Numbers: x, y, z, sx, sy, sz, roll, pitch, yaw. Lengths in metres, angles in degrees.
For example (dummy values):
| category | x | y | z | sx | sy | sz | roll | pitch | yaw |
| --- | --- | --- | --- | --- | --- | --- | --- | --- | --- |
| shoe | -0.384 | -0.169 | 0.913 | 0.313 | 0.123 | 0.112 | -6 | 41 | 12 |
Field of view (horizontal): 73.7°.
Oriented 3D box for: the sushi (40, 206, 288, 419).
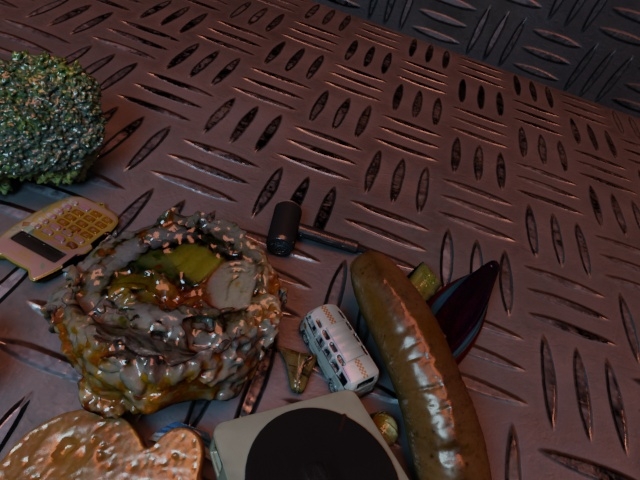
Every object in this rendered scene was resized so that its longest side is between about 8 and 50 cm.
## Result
| category | x | y | z | sx | sy | sz | roll | pitch | yaw |
| --- | --- | --- | --- | --- | --- | --- | --- | --- | --- |
| sushi | -0.254 | 0.102 | 0.756 | 0.418 | 0.175 | 0.417 | 9 | 38 | -7 |

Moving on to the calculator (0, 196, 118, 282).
| category | x | y | z | sx | sy | sz | roll | pitch | yaw |
| --- | --- | --- | --- | --- | --- | --- | --- | --- | --- |
| calculator | -0.537 | -0.011 | 0.885 | 0.157 | 0.033 | 0.236 | 27 | 45 | 8 |

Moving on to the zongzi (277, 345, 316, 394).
| category | x | y | z | sx | sy | sz | roll | pitch | yaw |
| --- | --- | --- | --- | --- | --- | --- | --- | --- | --- |
| zongzi | -0.059 | 0.242 | 0.806 | 0.083 | 0.040 | 0.076 | 16 | 53 | 13 |

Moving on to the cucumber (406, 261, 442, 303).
| category | x | y | z | sx | sy | sz | roll | pitch | yaw |
| --- | --- | --- | --- | --- | --- | --- | --- | --- | --- |
| cucumber | 0.196 | 0.133 | 0.970 | 0.078 | 0.062 | 0.211 | 47 | 46 | 8 |

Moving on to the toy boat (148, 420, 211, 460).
| category | x | y | z | sx | sy | sz | roll | pitch | yaw |
| --- | --- | --- | --- | --- | --- | --- | --- | --- | --- |
| toy boat | -0.238 | 0.352 | 0.664 | 0.105 | 0.034 | 0.149 | 37 | 63 | 14 |

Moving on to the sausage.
| category | x | y | z | sx | sy | sz | roll | pitch | yaw |
| --- | --- | --- | --- | --- | --- | --- | --- | --- | --- |
| sausage | 0.178 | 0.232 | 0.775 | 0.123 | 0.136 | 0.500 | 20 | 46 | -54 |

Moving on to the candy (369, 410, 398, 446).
| category | x | y | z | sx | sy | sz | roll | pitch | yaw |
| --- | --- | --- | --- | --- | --- | --- | --- | --- | --- |
| candy | 0.063 | 0.377 | 0.721 | 0.061 | 0.061 | 0.202 | 38 | 58 | 16 |

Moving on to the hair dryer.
| category | x | y | z | sx | sy | sz | roll | pitch | yaw |
| --- | --- | --- | --- | --- | --- | --- | --- | --- | --- |
| hair dryer | 0.000 | 0.000 | 1.022 | 0.256 | 0.070 | 0.128 | 18 | 47 | -7 |

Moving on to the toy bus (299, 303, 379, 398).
| category | x | y | z | sx | sy | sz | roll | pitch | yaw |
| --- | --- | --- | --- | --- | --- | --- | --- | --- | --- |
| toy bus | 0.033 | 0.208 | 0.826 | 0.087 | 0.089 | 0.194 | -15 | 55 | -28 |

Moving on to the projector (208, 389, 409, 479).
| category | x | y | z | sx | sy | sz | roll | pitch | yaw |
| --- | --- | --- | --- | --- | --- | --- | --- | --- | --- |
| projector | -0.002 | 0.361 | 0.615 | 0.259 | 0.079 | 0.257 | -3 | 38 | -32 |

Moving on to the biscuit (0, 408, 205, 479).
| category | x | y | z | sx | sy | sz | roll | pitch | yaw |
| --- | --- | --- | --- | --- | --- | --- | --- | --- | --- |
| biscuit | -0.283 | 0.382 | 0.591 | 0.355 | 0.052 | 0.275 | 22 | 56 | 8 |

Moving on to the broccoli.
| category | x | y | z | sx | sy | sz | roll | pitch | yaw |
| --- | --- | --- | --- | --- | --- | --- | --- | --- | --- |
| broccoli | -0.628 | -0.222 | 0.931 | 0.375 | 0.302 | 0.249 | -43 | 92 | -11 |

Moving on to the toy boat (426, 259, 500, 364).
| category | x | y | z | sx | sy | sz | roll | pitch | yaw |
| --- | --- | --- | --- | --- | --- | --- | --- | --- | --- |
| toy boat | 0.314 | 0.162 | 0.970 | 0.136 | 0.079 | 0.392 | 39 | 53 | 16 |
